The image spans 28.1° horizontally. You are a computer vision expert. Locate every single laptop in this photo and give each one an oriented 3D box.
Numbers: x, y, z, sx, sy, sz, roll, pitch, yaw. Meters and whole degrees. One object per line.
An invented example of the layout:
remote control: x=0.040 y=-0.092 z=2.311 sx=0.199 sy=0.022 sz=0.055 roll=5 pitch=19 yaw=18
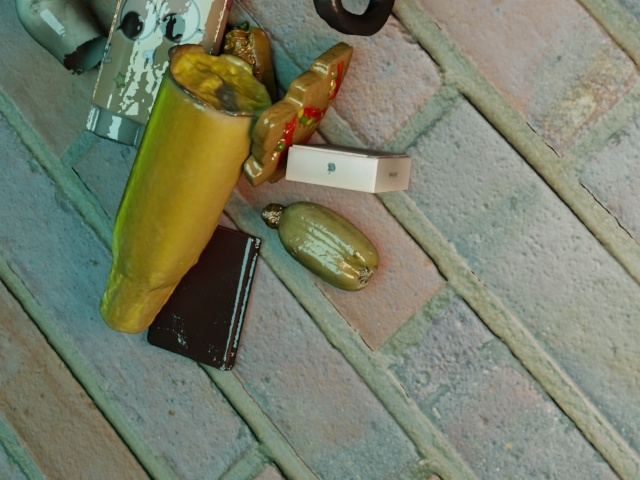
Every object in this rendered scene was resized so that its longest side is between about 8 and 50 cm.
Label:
laptop: x=-0.175 y=0.075 z=1.904 sx=0.154 sy=0.026 sz=0.207 roll=16 pitch=99 yaw=24

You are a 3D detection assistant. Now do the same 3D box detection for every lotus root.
lotus root: x=0.000 y=0.000 z=1.790 sx=0.183 sy=0.077 sz=0.090 roll=32 pitch=98 yaw=16

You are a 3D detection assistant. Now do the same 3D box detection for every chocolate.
chocolate: x=-0.214 y=-0.057 z=1.808 sx=0.162 sy=0.162 sz=0.445 roll=39 pitch=124 yaw=17

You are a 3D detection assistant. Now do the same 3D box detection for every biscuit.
biscuit: x=-0.024 y=-0.172 z=1.743 sx=0.041 sy=0.212 sz=0.238 roll=35 pitch=80 yaw=12

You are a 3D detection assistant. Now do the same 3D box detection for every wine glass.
wine glass: x=-0.417 y=-0.357 z=1.941 sx=0.222 sy=0.103 sz=0.103 roll=48 pitch=110 yaw=14

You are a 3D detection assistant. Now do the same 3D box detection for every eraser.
eraser: x=-0.227 y=-0.273 z=1.869 sx=0.171 sy=0.087 sz=0.290 roll=21 pitch=101 yaw=17

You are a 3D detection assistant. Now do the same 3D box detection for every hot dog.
hot dog: x=-0.102 y=-0.225 z=1.835 sx=0.072 sy=0.055 sz=0.188 roll=-8 pitch=91 yaw=26

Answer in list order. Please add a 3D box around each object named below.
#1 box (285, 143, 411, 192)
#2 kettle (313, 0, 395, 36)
box: x=0.040 y=-0.099 z=1.737 sx=0.129 sy=0.130 sz=0.051 roll=10 pitch=99 yaw=23
kettle: x=0.029 y=-0.415 z=1.647 sx=0.207 sy=0.271 sz=0.250 roll=34 pitch=105 yaw=19
